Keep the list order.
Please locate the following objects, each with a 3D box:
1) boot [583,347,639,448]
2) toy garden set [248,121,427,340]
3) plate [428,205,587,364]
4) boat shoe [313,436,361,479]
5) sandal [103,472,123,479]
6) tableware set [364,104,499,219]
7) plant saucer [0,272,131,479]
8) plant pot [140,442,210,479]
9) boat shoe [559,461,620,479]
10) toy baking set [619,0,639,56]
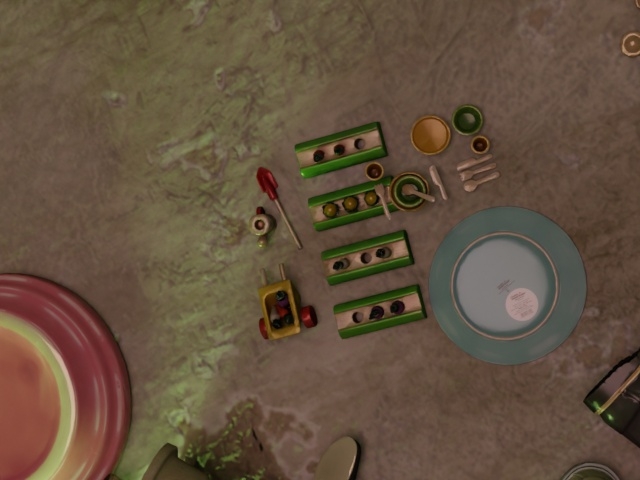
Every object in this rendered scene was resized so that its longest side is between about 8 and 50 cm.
[{"bbox_3d":[0.413,0.162,1.687,0.137,0.077,0.198,46,115,7],"label":"boot"},{"bbox_3d":[0.000,0.000,1.811,0.204,0.049,0.244,-15,86,16],"label":"toy garden set"},{"bbox_3d":[0.217,0.053,1.762,0.188,0.024,0.188,0,89,16],"label":"plate"},{"bbox_3d":[0.018,0.299,1.815,0.049,0.042,0.133,25,97,40],"label":"boat shoe"},{"bbox_3d":[-0.297,0.406,1.886,0.079,0.088,0.240,34,105,-8],"label":"sandal"},{"bbox_3d":[0.128,-0.096,1.769,0.154,0.024,0.104,-20,84,2],"label":"tableware set"},{"bbox_3d":[-0.408,0.208,1.917,0.332,0.084,0.332,0,90,17],"label":"plant saucer"},{"bbox_3d":[-0.100,0.446,1.730,0.305,0.334,0.333,22,97,4],"label":"plant pot"},{"bbox_3d":[0.246,0.388,1.718,0.109,0.094,0.302,27,98,14],"label":"boat shoe"},{"bbox_3d":[0.430,-0.290,1.692,0.197,0.030,0.256,-5,89,16],"label":"toy baking set"}]
